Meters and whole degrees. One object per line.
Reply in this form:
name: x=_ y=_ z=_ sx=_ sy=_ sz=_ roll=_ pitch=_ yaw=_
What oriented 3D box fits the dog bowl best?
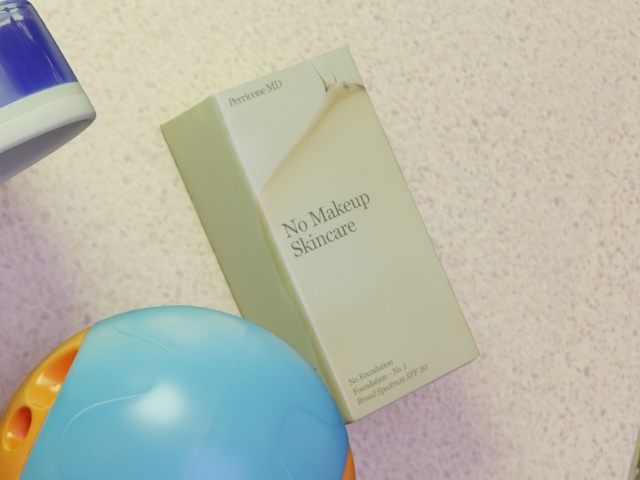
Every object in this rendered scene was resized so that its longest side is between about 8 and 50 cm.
dog bowl: x=-0.309 y=-0.076 z=1.348 sx=0.265 sy=0.265 sz=0.104 roll=-31 pitch=92 yaw=-32

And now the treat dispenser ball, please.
treat dispenser ball: x=-0.115 y=0.194 z=1.385 sx=0.288 sy=0.288 sz=0.288 roll=7 pitch=75 yaw=-29

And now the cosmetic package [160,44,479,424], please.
cosmetic package: x=0.000 y=0.000 z=1.601 sx=0.160 sy=0.113 sz=0.309 roll=-25 pitch=93 yaw=-32
